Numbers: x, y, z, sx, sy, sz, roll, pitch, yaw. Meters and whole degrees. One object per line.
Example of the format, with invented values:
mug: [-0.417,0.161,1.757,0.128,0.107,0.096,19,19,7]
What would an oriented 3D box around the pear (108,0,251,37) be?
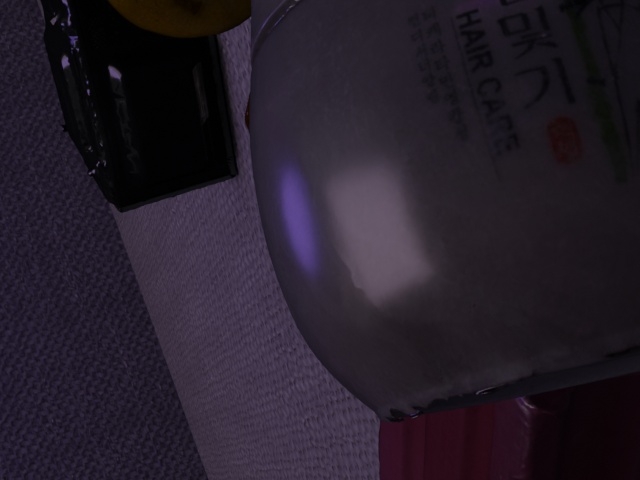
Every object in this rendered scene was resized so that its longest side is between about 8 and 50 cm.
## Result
pear: [-0.142,-0.318,1.151,0.209,0.209,0.209,161,90,-73]

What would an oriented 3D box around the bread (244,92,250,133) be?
bread: [-0.060,-0.136,1.375,0.090,0.035,0.094,112,137,-64]

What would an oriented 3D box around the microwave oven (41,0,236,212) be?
microwave oven: [-0.287,-0.263,1.633,0.286,0.218,0.355,-128,25,-49]

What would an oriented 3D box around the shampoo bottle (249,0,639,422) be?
shampoo bottle: [0.098,-0.055,0.572,0.273,0.273,0.266,131,126,-70]

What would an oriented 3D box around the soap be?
soap: [0.144,0.160,0.900,0.233,0.128,0.359,-124,23,-44]
